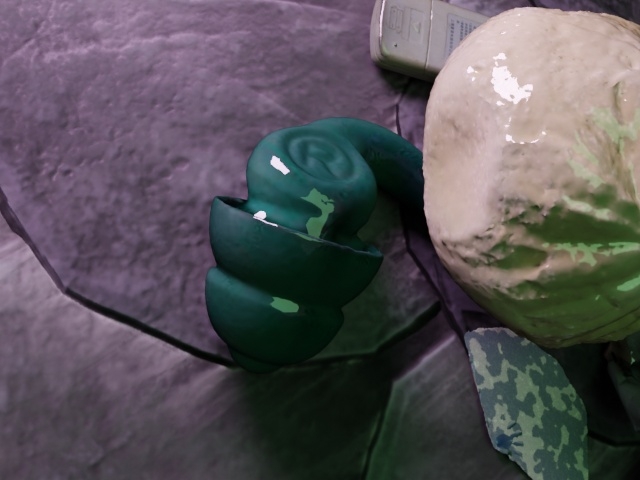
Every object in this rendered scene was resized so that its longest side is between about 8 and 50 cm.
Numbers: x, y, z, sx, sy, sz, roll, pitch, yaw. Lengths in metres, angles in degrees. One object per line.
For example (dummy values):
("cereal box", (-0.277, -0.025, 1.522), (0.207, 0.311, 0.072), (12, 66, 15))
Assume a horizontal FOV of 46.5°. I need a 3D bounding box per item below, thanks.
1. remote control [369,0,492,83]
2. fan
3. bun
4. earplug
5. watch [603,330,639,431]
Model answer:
("remote control", (0.168, -0.223, 0.870), (0.233, 0.038, 0.098), (11, 77, -19))
("fan", (0.239, 0.194, 0.834), (0.131, 0.009, 0.240), (-31, 91, -22))
("bun", (0.272, -0.072, 0.743), (0.352, 0.227, 0.349), (-31, 105, -39))
("earplug", (-0.003, -0.001, 0.731), (0.164, 0.257, 0.280), (23, 88, 23))
("watch", (0.428, 0.134, 0.757), (0.162, 0.253, 0.241), (39, 32, -10))
